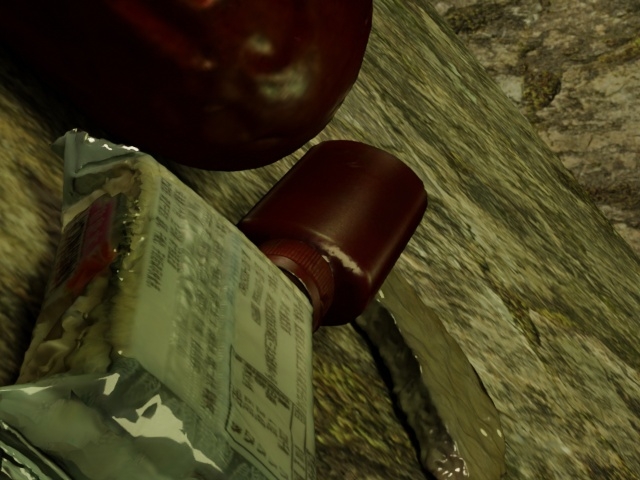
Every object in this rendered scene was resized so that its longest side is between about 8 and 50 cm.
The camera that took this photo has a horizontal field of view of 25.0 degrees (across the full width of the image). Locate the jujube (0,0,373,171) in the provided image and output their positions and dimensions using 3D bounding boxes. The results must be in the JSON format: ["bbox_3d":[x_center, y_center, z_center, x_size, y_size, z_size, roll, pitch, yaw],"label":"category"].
[{"bbox_3d":[-0.114,-0.182,0.884,0.318,0.223,0.223,36,20,-18],"label":"jujube"}]

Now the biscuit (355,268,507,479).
[{"bbox_3d":[0.080,0.094,1.060,0.133,0.032,0.250,30,25,-48],"label":"biscuit"}]

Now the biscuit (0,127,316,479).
[{"bbox_3d":[-0.070,0.057,0.666,0.186,0.079,0.309,42,19,-21],"label":"biscuit"}]

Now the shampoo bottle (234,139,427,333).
[{"bbox_3d":[0.000,0.000,0.957,0.102,0.064,0.260,24,23,7],"label":"shampoo bottle"}]
